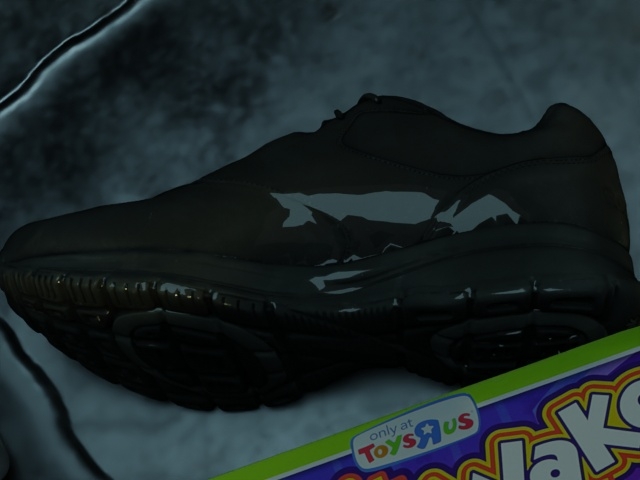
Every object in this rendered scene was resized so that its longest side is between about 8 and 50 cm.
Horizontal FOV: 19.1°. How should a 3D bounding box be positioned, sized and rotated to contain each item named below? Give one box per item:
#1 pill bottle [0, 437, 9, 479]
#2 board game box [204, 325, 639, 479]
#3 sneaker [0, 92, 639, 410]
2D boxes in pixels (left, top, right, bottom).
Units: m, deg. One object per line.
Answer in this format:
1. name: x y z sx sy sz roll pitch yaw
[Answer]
1. pill bottle: -0.242 0.112 0.835 0.186 0.112 0.112 -37 66 -5
2. board game box: 0.007 0.189 0.659 0.347 0.078 0.233 -21 49 6
3. sneaker: 0.000 0.000 0.850 0.286 0.109 0.130 -1 58 4
